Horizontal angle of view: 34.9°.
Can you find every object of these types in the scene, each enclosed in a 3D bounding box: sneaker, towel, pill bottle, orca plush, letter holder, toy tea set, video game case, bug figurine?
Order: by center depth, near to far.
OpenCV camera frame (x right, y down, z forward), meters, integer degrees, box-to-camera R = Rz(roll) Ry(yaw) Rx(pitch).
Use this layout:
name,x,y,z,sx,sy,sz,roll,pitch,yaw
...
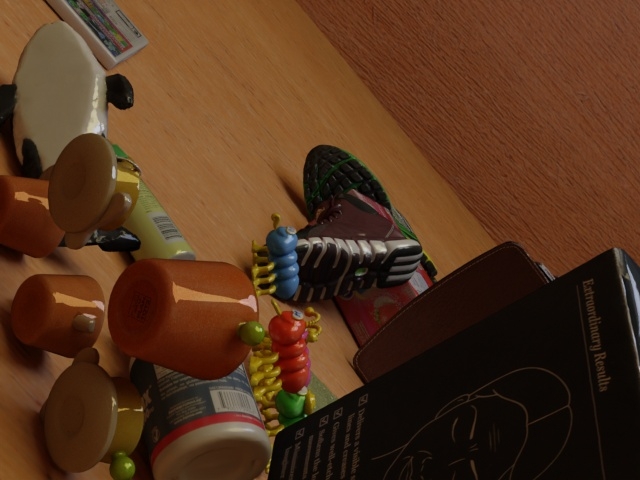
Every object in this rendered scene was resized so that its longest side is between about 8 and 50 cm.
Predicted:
name,x,y,z,sx,sy,sz,roll,pitch,yaw
toy tea set,-0.172,0.033,0.874,0.124,0.200,0.336,17,32,-48
pill bottle,-0.119,0.137,0.944,0.108,0.108,0.180,34,24,-46
orca plush,-0.254,-0.096,1.086,0.287,0.151,0.102,57,-14,26
bug figurine,-0.037,0.110,1.102,0.279,0.072,0.216,-98,-176,-63
towel,0.014,0.227,1.248,0.148,0.027,0.110,46,17,-16
sneaker,0.000,0.000,1.479,0.281,0.106,0.162,1,37,-37
letter holder,0.225,0.151,1.480,0.214,0.302,0.152,53,17,5
video game case,-0.346,-0.346,1.483,0.201,0.023,0.183,50,17,-12
sneaker,0.075,-0.034,1.810,0.343,0.134,0.146,53,8,-28

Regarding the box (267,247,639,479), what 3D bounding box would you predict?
name,x,y,z,sx,sy,sz,roll,pitch,yaw
box,0.149,0.246,0.834,0.212,0.395,0.294,42,33,-23

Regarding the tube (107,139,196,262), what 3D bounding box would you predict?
name,x,y,z,sx,sy,sz,roll,pitch,yaw
tube,-0.227,-0.057,1.158,0.062,0.070,0.240,-22,66,-33

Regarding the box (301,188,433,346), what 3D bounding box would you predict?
name,x,y,z,sx,sy,sz,roll,pitch,yaw
box,0.091,0.061,1.620,0.128,0.122,0.257,26,31,-57
